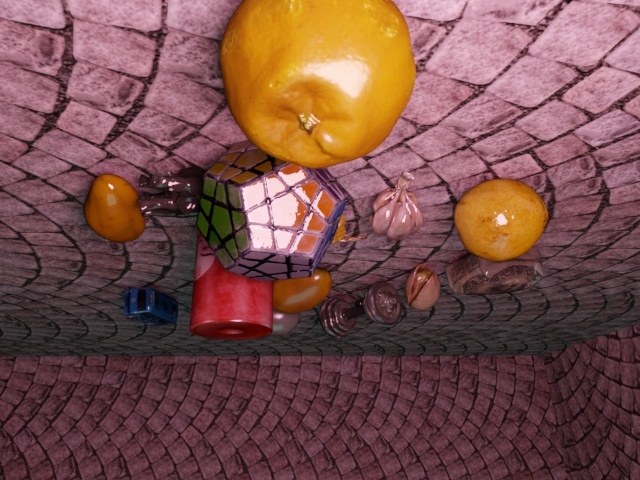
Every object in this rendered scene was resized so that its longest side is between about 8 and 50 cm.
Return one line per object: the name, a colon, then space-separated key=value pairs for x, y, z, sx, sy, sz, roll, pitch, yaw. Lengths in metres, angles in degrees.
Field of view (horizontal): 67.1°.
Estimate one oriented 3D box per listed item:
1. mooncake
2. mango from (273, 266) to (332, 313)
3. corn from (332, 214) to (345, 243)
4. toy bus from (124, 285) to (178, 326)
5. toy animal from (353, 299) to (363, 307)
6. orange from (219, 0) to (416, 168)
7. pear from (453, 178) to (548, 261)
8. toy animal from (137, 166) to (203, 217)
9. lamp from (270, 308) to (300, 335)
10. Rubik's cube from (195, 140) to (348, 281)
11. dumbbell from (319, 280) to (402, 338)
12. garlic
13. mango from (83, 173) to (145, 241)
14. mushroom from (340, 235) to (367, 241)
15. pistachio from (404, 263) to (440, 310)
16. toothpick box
mooncake: x=0.585 y=0.111 z=1.627 sx=0.251 sy=0.135 sz=0.254 roll=1 pitch=157 yaw=-16
mango: x=-0.068 y=0.180 z=1.741 sx=0.255 sy=0.139 sz=0.175 roll=-18 pitch=146 yaw=20
corn: x=-0.037 y=0.002 z=1.231 sx=0.292 sy=0.101 sz=0.101 roll=-33 pitch=-178 yaw=-42
toy bus: x=-0.678 y=0.267 z=1.941 sx=0.135 sy=0.113 sz=0.246 roll=-10 pitch=157 yaw=8
toy animal: x=0.213 y=0.293 z=2.139 sx=0.136 sy=0.047 sz=0.065 roll=14 pitch=144 yaw=-20
orange: x=-0.005 y=-0.229 z=0.679 sx=0.280 sy=0.235 sz=0.279 roll=-2 pitch=149 yaw=-1
pear: x=0.437 y=-0.053 z=1.162 sx=0.209 sy=0.208 sz=0.208 roll=-1 pitch=157 yaw=-1
toy animal: x=-0.336 y=-0.110 z=1.099 sx=0.147 sy=0.114 sz=0.245 roll=0 pitch=-179 yaw=-13
lamp: x=-0.178 y=0.273 z=1.928 sx=0.198 sy=0.197 sz=0.243 roll=0 pitch=134 yaw=-4
Rubik's cube: x=-0.100 y=-0.064 z=1.015 sx=0.264 sy=0.318 sz=0.319 roll=25 pitch=158 yaw=7
dumbbell: x=0.158 y=0.284 z=1.952 sx=0.179 sy=0.178 sz=0.406 roll=17 pitch=149 yaw=-37
garlic: x=0.198 y=-0.083 z=1.192 sx=0.131 sy=0.127 sz=0.194 roll=9 pitch=135 yaw=-15
mango: x=-0.496 y=-0.075 z=1.156 sx=0.139 sy=0.113 sz=0.253 roll=10 pitch=151 yaw=-7
mushroom: x=0.000 y=-0.001 z=1.479 sx=0.287 sy=0.025 sz=0.028 roll=-5 pitch=172 yaw=5
pistachio: x=0.369 y=0.176 z=1.760 sx=0.144 sy=0.143 sz=0.215 roll=-5 pitch=145 yaw=8
toothpick box: x=-0.218 y=0.068 z=1.228 sx=0.205 sy=0.332 sz=0.204 roll=-1 pitch=156 yaw=0
